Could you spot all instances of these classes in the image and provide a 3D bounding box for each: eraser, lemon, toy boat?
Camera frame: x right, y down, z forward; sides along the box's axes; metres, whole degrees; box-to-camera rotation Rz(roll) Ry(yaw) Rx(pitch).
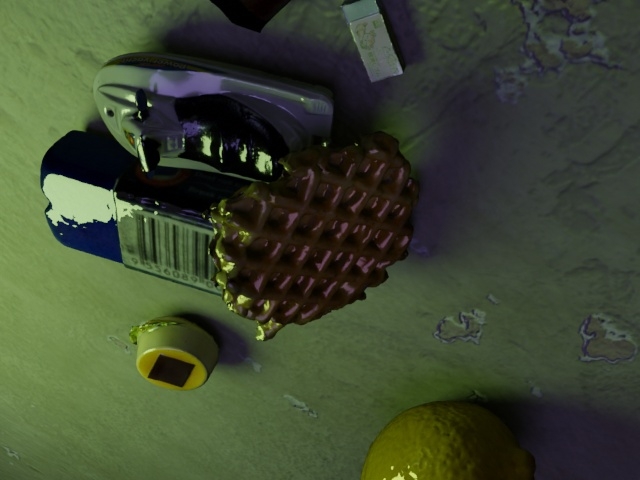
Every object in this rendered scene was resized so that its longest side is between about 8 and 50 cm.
[{"bbox_3d":[-0.175,-0.022,0.820,0.332,0.101,0.155,17,133,8],"label":"eraser"},{"bbox_3d":[0.176,0.334,0.898,0.228,0.228,0.253,35,147,-10],"label":"lemon"},{"bbox_3d":[0.052,-0.199,0.643,0.038,0.019,0.083,-9,124,28],"label":"eraser"},{"bbox_3d":[-0.121,-0.118,0.703,0.270,0.140,0.140,6,131,-3],"label":"toy boat"}]

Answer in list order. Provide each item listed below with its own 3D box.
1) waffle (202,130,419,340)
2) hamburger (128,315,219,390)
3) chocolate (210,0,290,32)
[{"bbox_3d":[0.001,0.001,0.710,0.052,0.254,0.245,49,159,40],"label":"waffle"},{"bbox_3d":[-0.227,0.169,1.010,0.141,0.081,0.126,9,134,-3],"label":"hamburger"},{"bbox_3d":[-0.064,-0.267,0.584,0.080,0.125,0.149,-20,156,22],"label":"chocolate"}]
